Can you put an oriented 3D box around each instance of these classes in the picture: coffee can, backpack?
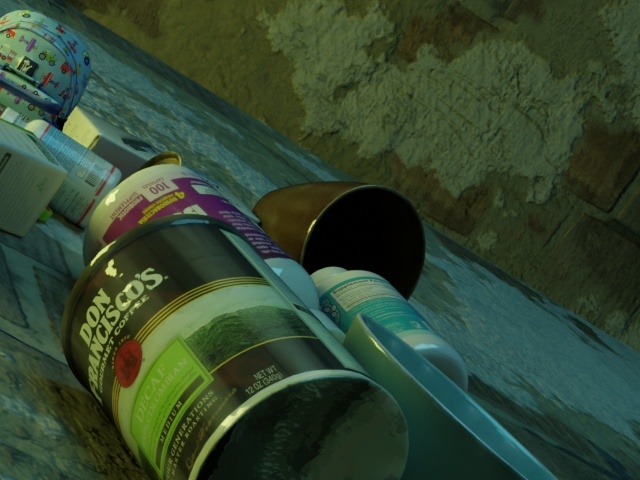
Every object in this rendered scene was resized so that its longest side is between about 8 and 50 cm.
[{"bbox_3d":[-0.078,0.128,1.473,0.201,0.201,0.275,27,12,-41],"label":"coffee can"},{"bbox_3d":[-0.380,-0.199,2.187,0.158,0.173,0.117,34,9,-7],"label":"backpack"}]

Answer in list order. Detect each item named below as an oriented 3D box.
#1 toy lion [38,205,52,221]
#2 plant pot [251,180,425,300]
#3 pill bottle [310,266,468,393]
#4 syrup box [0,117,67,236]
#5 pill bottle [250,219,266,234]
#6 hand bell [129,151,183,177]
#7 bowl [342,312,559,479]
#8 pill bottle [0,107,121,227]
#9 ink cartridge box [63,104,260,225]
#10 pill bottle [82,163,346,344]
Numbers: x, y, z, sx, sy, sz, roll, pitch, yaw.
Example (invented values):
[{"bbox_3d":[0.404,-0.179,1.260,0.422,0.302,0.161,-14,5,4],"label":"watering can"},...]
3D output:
[{"bbox_3d":[-0.359,-0.061,2.010,0.100,0.034,0.096,42,5,42],"label":"toy lion"},{"bbox_3d":[0.000,0.000,2.507,0.215,0.215,0.230,28,-3,-36],"label":"plant pot"},{"bbox_3d":[0.062,0.132,2.135,0.146,0.146,0.264,28,11,-36],"label":"pill bottle"},{"bbox_3d":[-0.398,-0.096,1.834,0.237,0.096,0.093,26,12,-47],"label":"syrup box"},{"bbox_3d":[-0.118,0.033,2.086,0.121,0.121,0.216,34,8,-4],"label":"pill bottle"},{"bbox_3d":[-0.148,0.006,2.254,0.242,0.126,0.126,42,4,-29],"label":"hand bell"},{"bbox_3d":[0.098,0.227,1.588,0.311,0.163,0.311,42,3,-3],"label":"bowl"},{"bbox_3d":[-0.328,-0.090,2.082,0.160,0.087,0.087,34,9,-9],"label":"pill bottle"},{"bbox_3d":[-0.213,-0.063,2.425,0.296,0.066,0.261,28,10,-33],"label":"ink cartridge box"},{"bbox_3d":[-0.108,0.060,1.823,0.301,0.169,0.169,40,11,36],"label":"pill bottle"}]
